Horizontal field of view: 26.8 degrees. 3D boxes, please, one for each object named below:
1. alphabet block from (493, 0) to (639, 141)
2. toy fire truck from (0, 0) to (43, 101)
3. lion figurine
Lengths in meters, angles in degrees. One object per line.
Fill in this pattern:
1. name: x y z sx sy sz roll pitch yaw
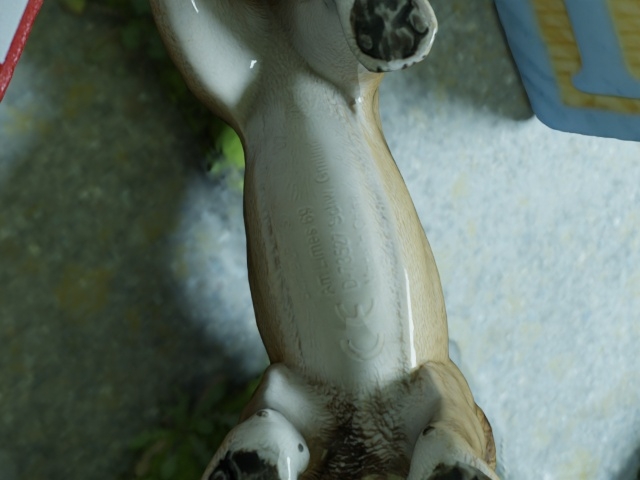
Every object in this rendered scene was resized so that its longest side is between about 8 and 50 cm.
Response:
1. alphabet block: 0.207 -0.171 0.654 0.197 0.193 0.192 -37 120 -23
2. toy fire truck: -0.220 -0.101 0.345 0.302 0.169 0.254 34 61 -34
3. lion figurine: 0.000 0.000 0.567 0.142 0.240 0.392 -2 90 3
